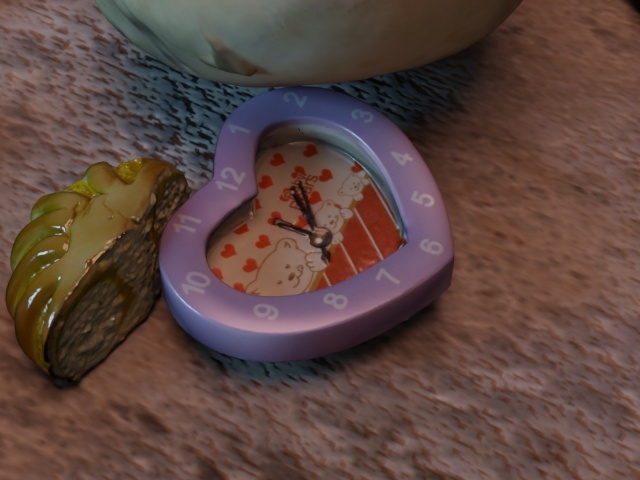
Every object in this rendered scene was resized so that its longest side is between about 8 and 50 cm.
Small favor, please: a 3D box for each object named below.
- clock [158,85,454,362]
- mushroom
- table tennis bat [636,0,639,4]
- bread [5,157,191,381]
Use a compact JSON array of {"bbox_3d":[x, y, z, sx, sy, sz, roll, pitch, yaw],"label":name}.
[{"bbox_3d":[0.000,0.000,0.915,0.172,0.064,0.198,18,56,9],"label":"clock"},{"bbox_3d":[-0.007,-0.264,0.927,0.314,0.336,0.314,-11,15,3],"label":"mushroom"},{"bbox_3d":[0.317,-0.268,1.134,0.268,0.051,0.414,-31,62,-23],"label":"table tennis bat"},{"bbox_3d":[-0.142,0.003,0.907,0.094,0.083,0.157,29,58,33],"label":"bread"}]
